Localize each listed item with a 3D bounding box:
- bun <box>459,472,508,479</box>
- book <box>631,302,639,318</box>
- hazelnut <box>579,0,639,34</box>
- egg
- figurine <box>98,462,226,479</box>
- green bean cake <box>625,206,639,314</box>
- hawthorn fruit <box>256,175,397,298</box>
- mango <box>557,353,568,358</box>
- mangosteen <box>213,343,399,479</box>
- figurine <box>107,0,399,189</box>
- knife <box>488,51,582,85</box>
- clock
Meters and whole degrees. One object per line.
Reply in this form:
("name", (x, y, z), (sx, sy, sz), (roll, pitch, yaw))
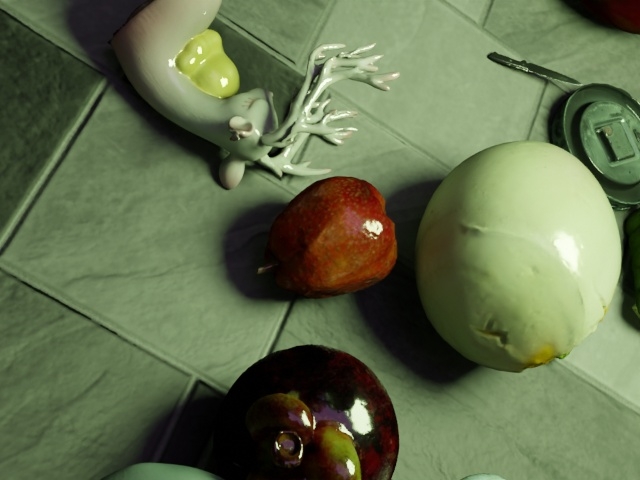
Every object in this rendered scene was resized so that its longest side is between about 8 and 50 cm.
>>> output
("bun", (0.218, 0.382, 1.388), (0.140, 0.083, 0.141), (5, 72, -17))
("book", (0.568, 0.135, 1.718), (0.077, 0.014, 0.111), (-33, 88, -35))
("hazelnut", (0.596, -0.566, 1.841), (0.421, 0.352, 0.421), (47, 33, -44))
("egg", (0.275, 0.008, 1.457), (0.283, 0.283, 0.345), (33, 46, -13))
("figurine", (-0.137, 0.405, 1.162), (0.382, 0.224, 0.205), (61, 31, -23))
("green bean cake", (0.621, 0.052, 1.700), (0.222, 0.125, 0.248), (25, 50, -19))
("hawthorn fruit", (0.013, -0.004, 1.394), (0.173, 0.179, 0.173), (54, 20, -31))
("mango", (0.377, 0.102, 1.592), (0.091, 0.074, 0.165), (26, 60, -19))
("mangosteen", (-0.021, 0.235, 1.211), (0.228, 0.265, 0.228), (0, 87, 10))
("figurine", (-0.080, -0.221, 1.412), (0.284, 0.206, 0.316), (-34, 93, -23))
("knife", (0.365, -0.290, 1.764), (0.170, 0.010, 0.023), (17, 57, -6))
("clock", (0.492, -0.160, 1.780), (0.226, 0.049, 0.226), (11, 66, -26))
